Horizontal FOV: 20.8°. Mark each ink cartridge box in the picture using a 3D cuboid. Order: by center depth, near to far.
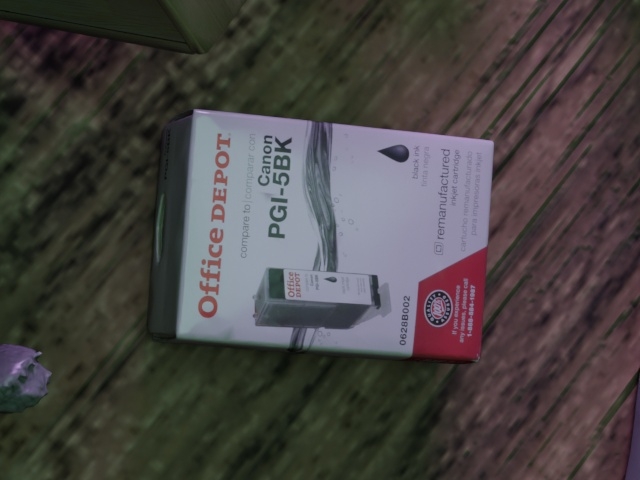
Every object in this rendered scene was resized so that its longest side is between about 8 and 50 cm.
[{"bbox_3d":[0.000,0.000,0.750,0.135,0.056,0.099,4,87,-16],"label":"ink cartridge box"}]

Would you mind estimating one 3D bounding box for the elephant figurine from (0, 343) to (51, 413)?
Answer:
[{"bbox_3d":[-0.217,-0.056,0.652,0.186,0.169,0.239,20,63,-42],"label":"elephant figurine"}]

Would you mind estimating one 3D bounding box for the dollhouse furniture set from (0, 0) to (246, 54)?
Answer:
[{"bbox_3d":[-0.057,-0.203,0.690,0.242,0.161,0.212,-56,136,-22],"label":"dollhouse furniture set"}]

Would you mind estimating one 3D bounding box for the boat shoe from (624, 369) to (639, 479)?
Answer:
[{"bbox_3d":[0.187,0.081,0.793,0.070,0.078,0.219,11,92,-14],"label":"boat shoe"}]
